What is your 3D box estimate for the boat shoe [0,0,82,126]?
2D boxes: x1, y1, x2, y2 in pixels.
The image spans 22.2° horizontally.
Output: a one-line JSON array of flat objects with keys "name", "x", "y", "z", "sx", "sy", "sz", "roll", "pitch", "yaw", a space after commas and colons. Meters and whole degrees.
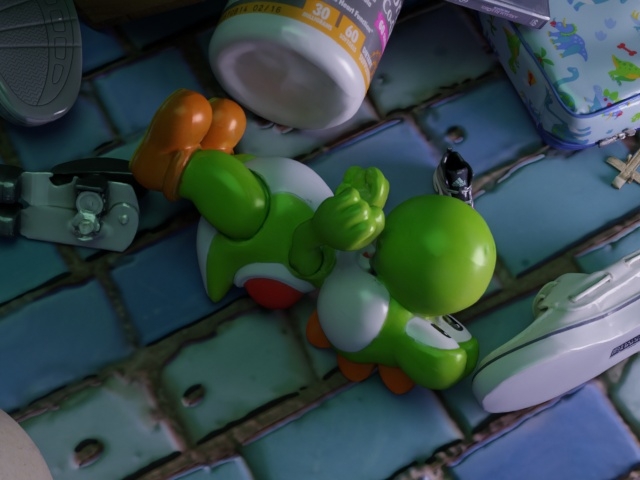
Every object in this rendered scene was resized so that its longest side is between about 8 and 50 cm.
[{"name": "boat shoe", "x": -0.334, "y": -0.243, "z": 1.649, "sx": 0.118, "sy": 0.103, "sz": 0.320, "roll": -16, "pitch": 68, "yaw": -33}]

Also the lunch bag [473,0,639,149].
[{"name": "lunch bag", "x": 0.273, "y": -0.207, "z": 1.665, "sx": 0.176, "sy": 0.090, "sz": 0.219, "roll": -22, "pitch": 65, "yaw": -14}]

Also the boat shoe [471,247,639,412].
[{"name": "boat shoe", "x": 0.241, "y": 0.071, "z": 1.511, "sx": 0.267, "sy": 0.096, "sz": 0.088, "roll": -26, "pitch": 62, "yaw": -18}]

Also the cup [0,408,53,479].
[{"name": "cup", "x": -0.344, "y": 0.244, "z": 1.281, "sx": 0.331, "sy": 0.331, "sz": 0.237, "roll": 40, "pitch": 38, "yaw": 17}]

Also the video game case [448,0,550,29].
[{"name": "video game case", "x": 0.097, "y": -0.324, "z": 1.598, "sx": 0.274, "sy": 0.026, "sz": 0.196, "roll": 14, "pitch": 56, "yaw": -24}]

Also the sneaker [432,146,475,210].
[{"name": "sneaker", "x": 0.133, "y": -0.045, "z": 1.579, "sx": 0.038, "sy": 0.069, "sz": 0.098, "roll": -14, "pitch": 63, "yaw": -11}]

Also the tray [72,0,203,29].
[{"name": "tray", "x": -0.089, "y": -0.395, "z": 1.686, "sx": 0.076, "sy": 0.202, "sz": 0.411, "roll": 47, "pitch": 61, "yaw": -28}]

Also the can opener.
[{"name": "can opener", "x": -0.304, "y": -0.044, "z": 1.559, "sx": 0.280, "sy": 0.074, "sz": 0.093, "roll": 6, "pitch": 27, "yaw": -2}]

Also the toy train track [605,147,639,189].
[{"name": "toy train track", "x": 0.321, "y": -0.084, "z": 1.645, "sx": 0.048, "sy": 0.014, "sz": 0.083, "roll": 35, "pitch": 64, "yaw": 14}]

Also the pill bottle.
[{"name": "pill bottle", "x": 0.006, "y": -0.262, "z": 1.636, "sx": 0.162, "sy": 0.162, "sz": 0.278, "roll": 18, "pitch": 62, "yaw": 6}]

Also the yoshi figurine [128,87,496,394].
[{"name": "yoshi figurine", "x": 0.017, "y": -0.022, "z": 1.494, "sx": 0.362, "sy": 0.203, "sz": 0.203, "roll": 37, "pitch": 59, "yaw": 12}]
